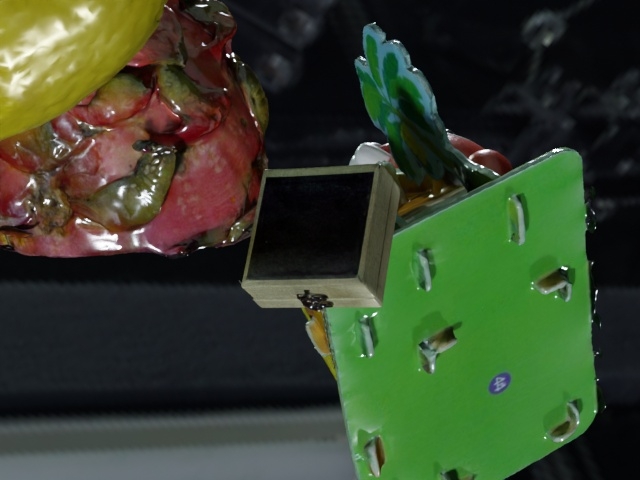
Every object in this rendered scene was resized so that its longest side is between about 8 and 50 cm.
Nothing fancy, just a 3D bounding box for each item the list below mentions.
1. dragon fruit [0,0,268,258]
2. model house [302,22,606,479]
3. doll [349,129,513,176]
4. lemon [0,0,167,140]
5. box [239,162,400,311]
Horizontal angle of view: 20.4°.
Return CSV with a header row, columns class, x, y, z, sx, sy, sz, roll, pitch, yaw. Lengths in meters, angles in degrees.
class,x,y,z,sx,sy,sz,roll,pitch,yaw
dragon fruit,-0.179,-0.143,1.627,0.314,0.263,0.296,-2,-163,12
model house,0.045,0.011,1.476,0.242,0.358,0.313,-30,-133,-17
doll,0.137,-0.041,1.827,0.161,0.290,0.130,42,-101,-32
lemon,-0.202,-0.165,0.886,0.284,0.260,0.260,-29,-109,-35
box,0.000,0.000,1.037,0.035,0.079,0.083,49,-136,-54
